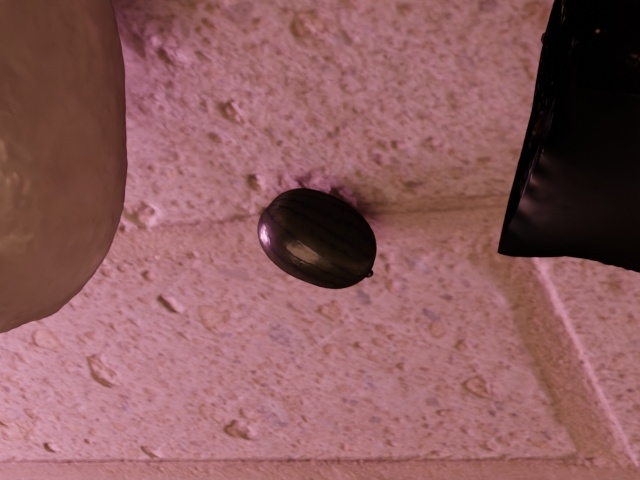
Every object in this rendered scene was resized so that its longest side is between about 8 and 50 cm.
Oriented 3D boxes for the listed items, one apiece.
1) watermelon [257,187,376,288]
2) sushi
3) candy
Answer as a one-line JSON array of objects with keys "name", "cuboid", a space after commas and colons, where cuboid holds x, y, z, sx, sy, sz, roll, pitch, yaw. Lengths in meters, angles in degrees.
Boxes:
[{"name": "watermelon", "cuboid": [0.000, 0.000, 1.373, 0.111, 0.078, 0.078, 23, 142, -14]}, {"name": "sushi", "cuboid": [0.250, -0.102, 1.044, 0.227, 0.212, 0.215, 8, 154, -3]}, {"name": "candy", "cuboid": [-0.326, -0.120, 1.219, 0.386, 0.186, 0.427, 17, 117, 9]}]
